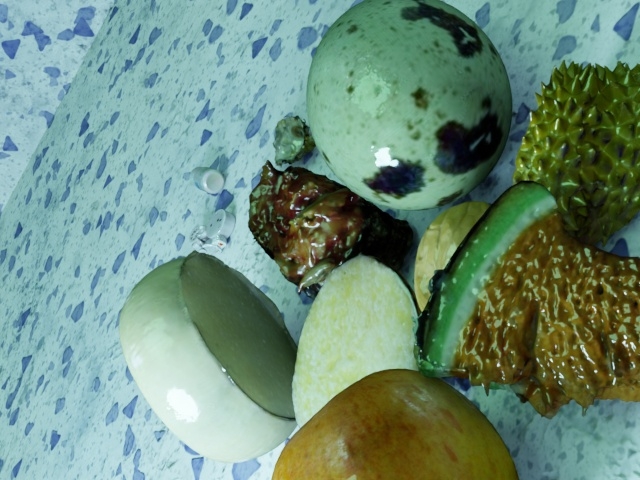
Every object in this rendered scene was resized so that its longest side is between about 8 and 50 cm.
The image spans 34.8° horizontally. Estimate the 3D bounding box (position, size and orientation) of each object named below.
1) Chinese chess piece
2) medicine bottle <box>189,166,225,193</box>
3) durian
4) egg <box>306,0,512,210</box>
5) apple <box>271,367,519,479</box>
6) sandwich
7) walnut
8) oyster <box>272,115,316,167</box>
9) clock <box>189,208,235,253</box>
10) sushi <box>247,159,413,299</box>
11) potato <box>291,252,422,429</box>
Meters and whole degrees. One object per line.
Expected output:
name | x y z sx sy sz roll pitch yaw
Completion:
Chinese chess piece | -0.160 0.179 1.593 0.140 0.338 0.338 -36 40 17
medicine bottle | -0.244 -0.131 2.186 0.089 0.052 0.052 21 88 59
durian | 0.337 -0.109 1.245 0.186 0.153 0.261 -6 72 28
egg | 0.120 -0.202 1.458 0.288 0.287 0.379 -56 21 18
apple | 0.080 0.299 1.179 0.299 0.299 0.275 -51 49 24
sandwich | 0.277 0.089 1.138 0.301 0.162 0.250 22 80 27
walnut | 0.198 0.050 1.305 0.159 0.159 0.207 -32 49 44
oyster | -0.046 -0.182 1.919 0.148 0.051 0.103 -152 74 -67
clock | -0.226 -0.011 2.095 0.129 0.041 0.087 -24 48 43
sushi | 0.000 0.000 1.611 0.196 0.181 0.343 -66 29 5
potato | 0.082 0.171 1.422 0.239 0.116 0.299 33 113 50
